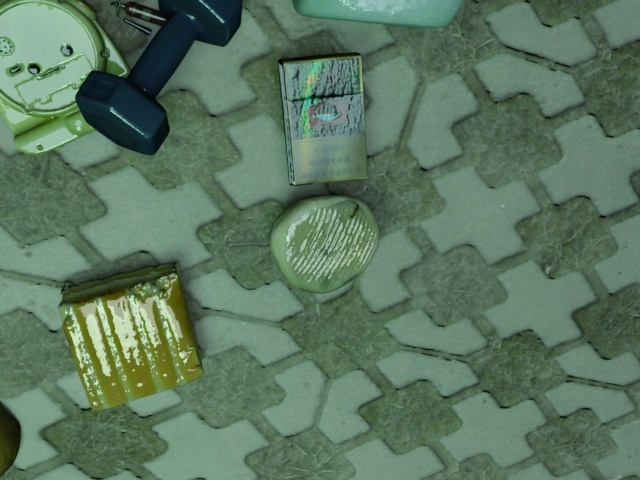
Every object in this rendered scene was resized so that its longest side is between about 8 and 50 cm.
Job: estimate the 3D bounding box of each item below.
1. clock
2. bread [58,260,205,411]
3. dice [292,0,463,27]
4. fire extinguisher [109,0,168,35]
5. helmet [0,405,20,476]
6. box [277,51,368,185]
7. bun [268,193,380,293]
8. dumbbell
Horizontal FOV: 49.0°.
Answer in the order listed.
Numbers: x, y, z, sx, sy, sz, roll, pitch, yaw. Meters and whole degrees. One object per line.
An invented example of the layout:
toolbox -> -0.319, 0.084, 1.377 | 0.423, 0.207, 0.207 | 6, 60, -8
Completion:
clock -> -0.478, -0.321, 1.205 | 0.235, 0.096, 0.308 | -26, 110, -2
bread -> -0.366, 0.180, 1.385 | 0.239, 0.111, 0.246 | -16, 108, -9
dice -> 0.097, -0.500, 1.174 | 0.268, 0.262, 0.265 | 2, 108, -13
fire extinguisher -> -0.325, -0.398, 1.252 | 0.100, 0.032, 0.046 | 14, 139, -16
helmet -> -0.714, 0.406, 1.380 | 0.224, 0.130, 0.198 | 39, 94, -19
box -> 0.004, -0.232, 1.346 | 0.159, 0.071, 0.240 | -7, 109, -6
bun -> 0.000, 0.000, 1.398 | 0.237, 0.116, 0.210 | 11, 103, -30
dumbbell -> -0.263, -0.306, 1.169 | 0.160, 0.144, 0.325 | 38, 73, -28
